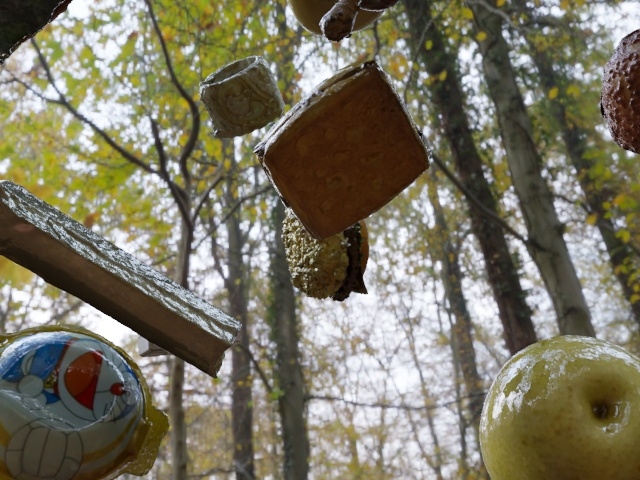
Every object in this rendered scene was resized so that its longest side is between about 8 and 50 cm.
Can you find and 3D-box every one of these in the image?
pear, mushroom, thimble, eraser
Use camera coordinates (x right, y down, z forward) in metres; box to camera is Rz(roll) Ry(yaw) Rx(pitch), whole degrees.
[{"bbox_3d":[0.441,0.331,1.259,0.348,0.348,0.348,-5,-35,-3],"label":"pear"},{"bbox_3d":[0.066,-0.371,1.046,0.148,0.217,0.227,28,-34,-6],"label":"mushroom"},{"bbox_3d":[-0.190,-0.337,1.760,0.190,0.137,0.143,-27,-59,-5],"label":"thimble"},{"bbox_3d":[-0.164,0.124,0.932,0.122,0.029,0.052,0,-17,-30],"label":"eraser"}]

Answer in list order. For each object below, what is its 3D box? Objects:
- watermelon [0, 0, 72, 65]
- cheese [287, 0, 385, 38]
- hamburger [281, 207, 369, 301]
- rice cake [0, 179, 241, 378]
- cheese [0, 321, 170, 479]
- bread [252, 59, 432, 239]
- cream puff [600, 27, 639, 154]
[{"bbox_3d":[-0.179,-0.238,0.554,0.148,0.226,0.318,49,-55,1],"label":"watermelon"},{"bbox_3d":[0.040,-0.514,1.433,0.259,0.128,0.316,7,-27,-6],"label":"cheese"},{"bbox_3d":[0.000,0.000,1.459,0.138,0.243,0.261,-6,6,-22],"label":"hamburger"},{"bbox_3d":[-0.179,0.038,0.646,0.256,0.052,0.057,35,-76,-20],"label":"rice cake"},{"bbox_3d":[-0.267,0.133,0.659,0.270,0.177,0.069,25,-48,-6],"label":"cheese"},{"bbox_3d":[0.031,-0.135,1.117,0.235,0.099,0.210,-36,-62,-1],"label":"bread"},{"bbox_3d":[0.537,-0.220,1.095,0.240,0.164,0.240,-15,-48,-18],"label":"cream puff"}]
